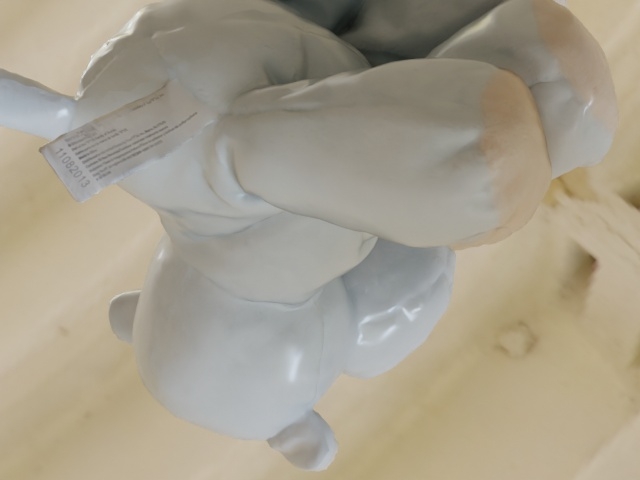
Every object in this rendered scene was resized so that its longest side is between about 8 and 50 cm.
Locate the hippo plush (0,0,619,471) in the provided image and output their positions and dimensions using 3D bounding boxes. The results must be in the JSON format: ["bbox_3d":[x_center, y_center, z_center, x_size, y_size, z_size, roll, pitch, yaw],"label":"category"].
[{"bbox_3d":[0.000,0.000,0.826,0.234,0.237,0.294,30,-134,33],"label":"hippo plush"}]
